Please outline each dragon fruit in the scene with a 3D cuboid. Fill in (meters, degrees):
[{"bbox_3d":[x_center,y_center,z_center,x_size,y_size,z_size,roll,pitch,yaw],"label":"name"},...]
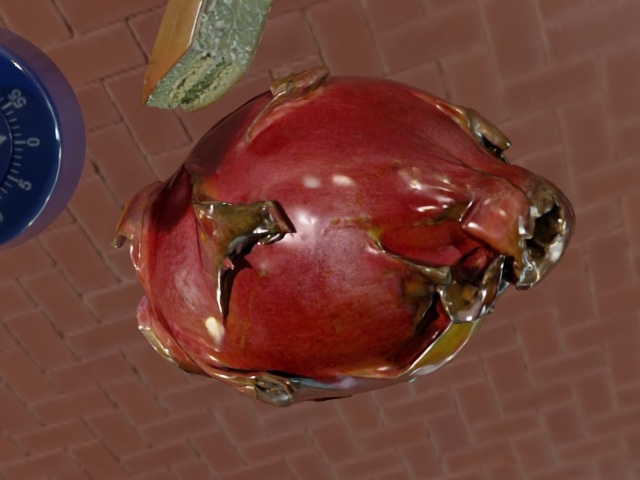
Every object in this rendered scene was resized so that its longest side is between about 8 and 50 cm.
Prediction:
[{"bbox_3d":[0.003,0.000,0.697,0.250,0.315,0.250,-3,96,-31],"label":"dragon fruit"}]

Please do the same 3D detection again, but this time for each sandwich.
[{"bbox_3d":[-0.120,-0.261,1.165,0.094,0.096,0.258,11,101,-39],"label":"sandwich"}]

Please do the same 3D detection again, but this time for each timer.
[{"bbox_3d":[-0.383,-0.090,1.014,0.270,0.383,0.270,-1,99,-8],"label":"timer"}]
